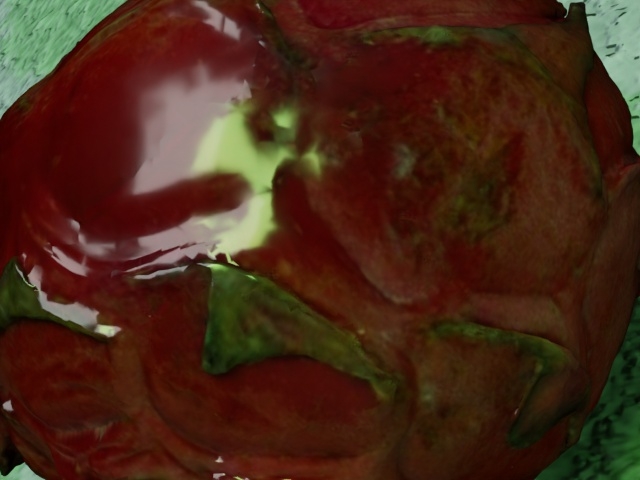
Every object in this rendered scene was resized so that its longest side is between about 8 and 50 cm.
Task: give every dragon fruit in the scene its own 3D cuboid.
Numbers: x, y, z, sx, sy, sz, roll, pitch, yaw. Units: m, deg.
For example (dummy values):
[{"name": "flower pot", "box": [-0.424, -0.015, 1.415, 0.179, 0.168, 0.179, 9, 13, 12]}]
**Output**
[{"name": "dragon fruit", "box": [-0.003, 0.005, 0.532, 0.252, 0.241, 0.241, -43, 35, 2]}]
